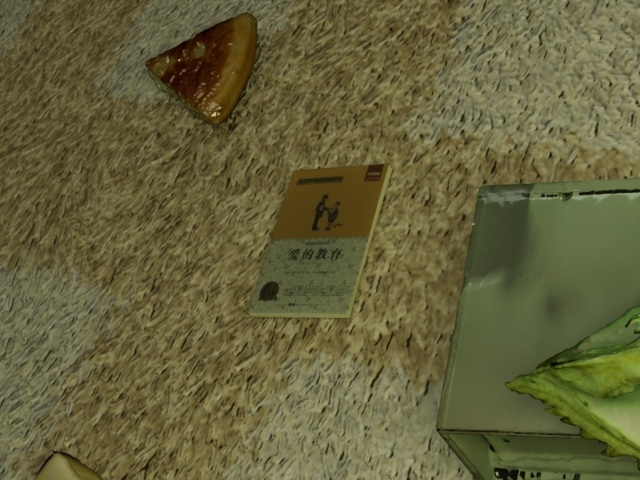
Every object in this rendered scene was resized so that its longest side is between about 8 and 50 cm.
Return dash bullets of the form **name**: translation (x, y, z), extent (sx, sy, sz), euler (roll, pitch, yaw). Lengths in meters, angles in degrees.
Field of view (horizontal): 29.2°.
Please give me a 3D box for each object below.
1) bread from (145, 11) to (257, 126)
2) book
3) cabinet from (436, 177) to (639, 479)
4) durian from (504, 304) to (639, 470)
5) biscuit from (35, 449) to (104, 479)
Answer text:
- **bread**: translation (-0.120, -0.209, 1.428), extent (0.136, 0.054, 0.154), euler (-50, 51, -5)
- **book**: translation (0.000, 0.000, 1.224), extent (0.118, 0.012, 0.172), euler (-2, 58, 32)
- **cabinet**: translation (0.194, 0.082, 0.934), extent (0.145, 0.150, 0.206), euler (-2, 58, 27)
- **durian**: translation (0.294, 0.039, 0.686), extent (0.394, 0.198, 0.163), euler (-21, 47, 48)
- **biscuit**: translation (-0.205, 0.265, 1.139), extent (0.052, 0.056, 0.188), euler (-48, 46, -6)
